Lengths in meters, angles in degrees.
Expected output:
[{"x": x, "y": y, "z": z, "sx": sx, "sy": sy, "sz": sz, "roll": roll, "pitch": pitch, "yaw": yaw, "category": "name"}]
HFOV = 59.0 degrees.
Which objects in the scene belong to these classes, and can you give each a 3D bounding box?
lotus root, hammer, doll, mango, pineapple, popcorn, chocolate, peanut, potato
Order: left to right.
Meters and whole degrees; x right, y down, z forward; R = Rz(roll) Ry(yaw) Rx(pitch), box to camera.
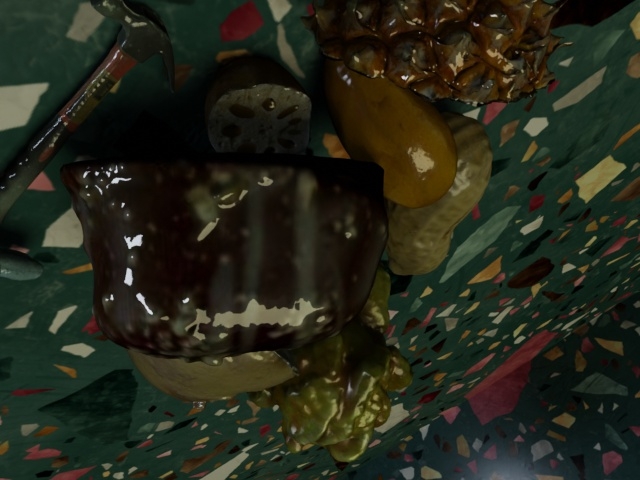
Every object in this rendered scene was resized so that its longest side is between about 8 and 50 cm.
[{"x": -0.375, "y": 0.000, "z": 0.584, "sx": 0.179, "sy": 0.120, "sz": 0.075, "roll": 10, "pitch": 90, "yaw": -56, "category": "doll"}, {"x": -0.255, "y": -0.116, "z": 0.563, "sx": 0.287, "sy": 0.033, "sz": 0.111, "roll": -40, "pitch": 145, "yaw": 16, "category": "hammer"}, {"x": -0.198, "y": 0.143, "z": 0.801, "sx": 0.264, "sy": 0.211, "sz": 0.189, "roll": -34, "pitch": 148, "yaw": 13, "category": "potato"}, {"x": -0.094, "y": 0.025, "z": 0.613, "sx": 0.339, "sy": 0.210, "sz": 0.225, "roll": -1, "pitch": 176, "yaw": -10, "category": "chocolate"}, {"x": -0.075, "y": -0.141, "z": 0.624, "sx": 0.112, "sy": 0.081, "sz": 0.122, "roll": -15, "pitch": 145, "yaw": -18, "category": "lotus root"}, {"x": 0.042, "y": 0.234, "z": 1.037, "sx": 0.325, "sy": 0.290, "sz": 0.321, "roll": 27, "pitch": 121, "yaw": -31, "category": "popcorn"}, {"x": 0.083, "y": -0.134, "z": 0.672, "sx": 0.109, "sy": 0.147, "sz": 0.227, "roll": -41, "pitch": 118, "yaw": -9, "category": "mango"}, {"x": 0.165, "y": -0.057, "z": 0.870, "sx": 0.153, "sy": 0.140, "sz": 0.325, "roll": -33, "pitch": 153, "yaw": -27, "category": "peanut"}, {"x": 0.125, "y": -0.290, "z": 0.480, "sx": 0.262, "sy": 0.262, "sz": 0.272, "roll": -10, "pitch": 131, "yaw": -27, "category": "pineapple"}]
